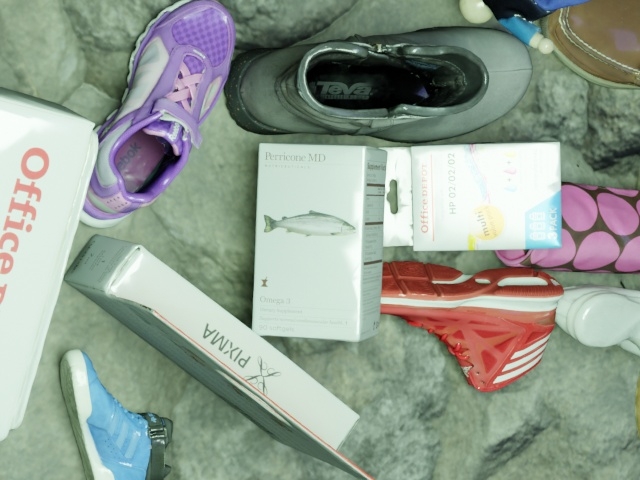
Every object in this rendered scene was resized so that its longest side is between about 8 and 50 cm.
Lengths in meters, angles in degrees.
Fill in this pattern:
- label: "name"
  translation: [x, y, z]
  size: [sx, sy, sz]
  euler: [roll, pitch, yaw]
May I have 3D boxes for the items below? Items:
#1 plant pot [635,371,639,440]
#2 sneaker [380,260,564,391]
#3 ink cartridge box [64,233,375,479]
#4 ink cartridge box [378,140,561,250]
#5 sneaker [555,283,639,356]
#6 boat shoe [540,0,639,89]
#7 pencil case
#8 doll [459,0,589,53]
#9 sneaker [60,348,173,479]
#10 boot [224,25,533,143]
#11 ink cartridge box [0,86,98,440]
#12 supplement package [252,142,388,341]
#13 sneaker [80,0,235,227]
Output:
- label: "plant pot"
  translation: [0.456, 0.178, 1.842]
  size: [0.236, 0.032, 0.236]
  euler: [-1, 93, -26]
- label: "sneaker"
  translation: [0.128, 0.095, 1.641]
  size: [0.221, 0.087, 0.128]
  euler: [4, 113, -6]
- label: "ink cartridge box"
  translation: [-0.075, 0.103, 1.449]
  size: [0.275, 0.239, 0.060]
  euler: [40, 77, -23]
- label: "ink cartridge box"
  translation: [0.142, -0.043, 1.605]
  size: [0.181, 0.061, 0.104]
  euler: [-2, 95, 5]
- label: "sneaker"
  translation: [0.315, 0.078, 1.736]
  size: [0.212, 0.094, 0.080]
  euler: [16, 97, -41]
- label: "boat shoe"
  translation: [0.382, -0.206, 1.735]
  size: [0.324, 0.116, 0.123]
  euler: [13, 87, -27]
- label: "pencil case"
  translation: [0.284, -0.017, 1.715]
  size: [0.209, 0.095, 0.098]
  euler: [6, 62, -29]
- label: "doll"
  translation: [0.202, -0.239, 1.551]
  size: [0.046, 0.189, 0.129]
  euler: [-20, 96, -42]
- label: "sneaker"
  translation: [-0.181, 0.161, 1.498]
  size: [0.085, 0.058, 0.152]
  euler: [-18, 105, -19]
- label: "boot"
  translation: [0.098, -0.143, 1.534]
  size: [0.338, 0.223, 0.118]
  euler: [-12, 97, -26]
- label: "ink cartridge box"
  translation: [-0.406, -0.017, 1.297]
  size: [0.385, 0.160, 0.279]
  euler: [14, 97, -27]
- label: "supplement package"
  translation: [0.000, 0.000, 1.537]
  size: [0.105, 0.105, 0.179]
  euler: [2, 92, 13]
- label: "sneaker"
  translation: [-0.139, -0.115, 1.482]
  size: [0.095, 0.104, 0.236]
  euler: [35, 76, -23]
